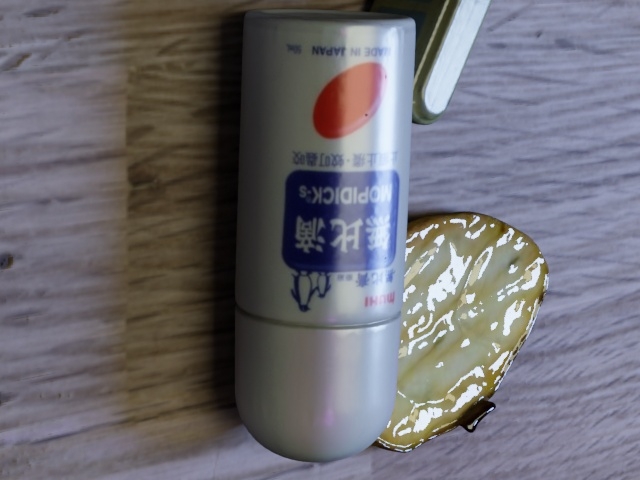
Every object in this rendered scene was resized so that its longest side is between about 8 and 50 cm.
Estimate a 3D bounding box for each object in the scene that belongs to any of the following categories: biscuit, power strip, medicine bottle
[{"bbox_3d":[0.106,0.070,1.413,0.260,0.041,0.203,-26,113,-36],"label":"biscuit"},{"bbox_3d":[0.122,-0.276,1.309,0.066,0.092,0.388,30,79,-44],"label":"power strip"},{"bbox_3d":[0.000,0.000,1.239,0.130,0.130,0.341,-7,105,-41],"label":"medicine bottle"}]
